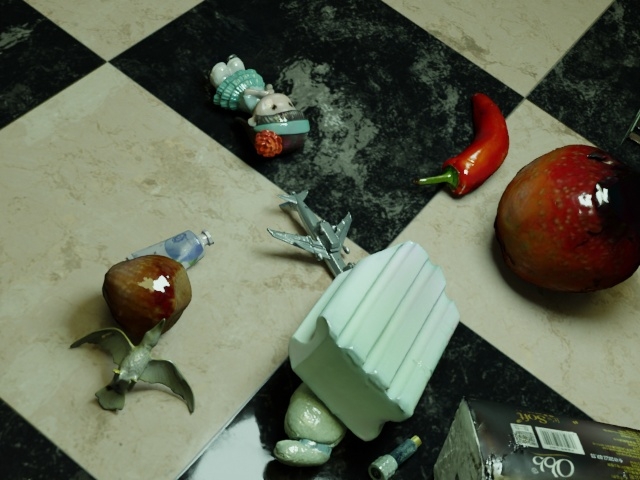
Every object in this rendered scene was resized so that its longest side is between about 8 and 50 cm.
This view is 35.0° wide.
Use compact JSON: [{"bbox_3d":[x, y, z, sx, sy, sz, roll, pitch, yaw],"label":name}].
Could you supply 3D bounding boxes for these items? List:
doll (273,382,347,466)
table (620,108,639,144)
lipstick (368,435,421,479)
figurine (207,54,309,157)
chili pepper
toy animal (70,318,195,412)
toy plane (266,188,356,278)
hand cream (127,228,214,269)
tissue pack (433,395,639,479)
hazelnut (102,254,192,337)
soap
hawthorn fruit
[{"bbox_3d":[-0.003,0.276,1.606,0.103,0.072,0.214,27,44,5],"label":"doll"},{"bbox_3d":[0.788,-0.245,2.330,0.146,0.062,0.175,32,52,7],"label":"table"},{"bbox_3d":[0.126,0.345,1.626,0.116,0.037,0.037,-29,67,-40],"label":"lipstick"},{"bbox_3d":[-0.128,-0.254,1.973,0.137,0.110,0.245,-27,60,-33],"label":"figurine"},{"bbox_3d":[0.318,-0.187,2.107,0.137,0.092,0.368,17,39,18],"label":"chili pepper"},{"bbox_3d":[-0.274,0.189,1.537,0.219,0.155,0.095,33,39,-3],"label":"toy animal"},{"bbox_3d":[0.001,-0.003,1.845,0.226,0.058,0.226,-13,56,-47],"label":"toy plane"},{"bbox_3d":[-0.249,0.025,1.741,0.142,0.053,0.084,-29,67,-24],"label":"hand cream"},{"bbox_3d":[0.368,0.385,1.549,0.369,0.198,0.210,13,33,-9],"label":"tissue pack"},{"bbox_3d":[-0.278,0.082,1.610,0.143,0.154,0.143,0,86,3],"label":"hazelnut"},{"bbox_3d":[0.100,0.139,1.674,0.208,0.115,0.347,47,36,-6],"label":"soap"},{"bbox_3d":[0.478,-0.040,1.889,0.315,0.316,0.316,10,50,-12],"label":"hawthorn fruit"}]
